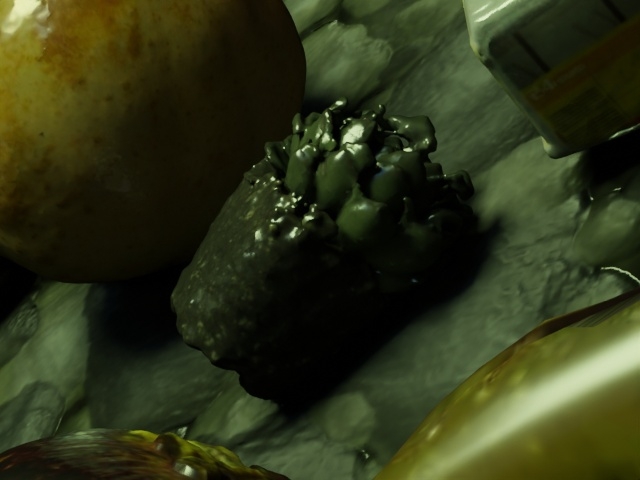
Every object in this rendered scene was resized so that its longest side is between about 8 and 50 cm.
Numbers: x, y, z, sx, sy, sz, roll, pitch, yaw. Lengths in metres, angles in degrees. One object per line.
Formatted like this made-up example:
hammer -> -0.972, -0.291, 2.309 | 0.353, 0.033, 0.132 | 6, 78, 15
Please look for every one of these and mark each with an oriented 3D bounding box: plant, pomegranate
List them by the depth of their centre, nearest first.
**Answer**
plant -> 0.000, 0.000, 0.793 | 0.143, 0.092, 0.094 | -46, 19, 10
pomegranate -> -0.109, -0.075, 0.911 | 0.207, 0.207, 0.207 | -32, 30, 21

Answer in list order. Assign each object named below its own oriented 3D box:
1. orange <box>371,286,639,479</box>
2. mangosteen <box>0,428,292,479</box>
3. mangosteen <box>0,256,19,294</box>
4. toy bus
orange -> 0.148, 0.124, 0.283 | 0.369, 0.210, 0.271 | 7, 79, 57
mangosteen -> -0.063, 0.170, 0.560 | 0.192, 0.192, 0.217 | 30, 100, 61
mangosteen -> -0.230, -0.017, 1.091 | 0.151, 0.137, 0.137 | -20, 8, -41
toy bus -> 0.185, -0.137, 0.711 | 0.268, 0.106, 0.092 | -30, 32, 24
